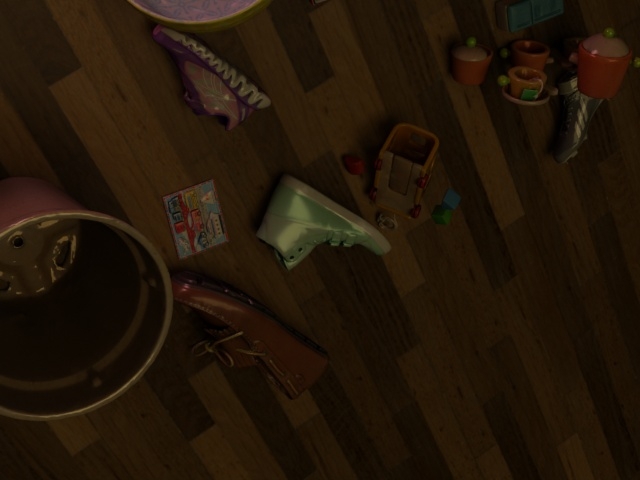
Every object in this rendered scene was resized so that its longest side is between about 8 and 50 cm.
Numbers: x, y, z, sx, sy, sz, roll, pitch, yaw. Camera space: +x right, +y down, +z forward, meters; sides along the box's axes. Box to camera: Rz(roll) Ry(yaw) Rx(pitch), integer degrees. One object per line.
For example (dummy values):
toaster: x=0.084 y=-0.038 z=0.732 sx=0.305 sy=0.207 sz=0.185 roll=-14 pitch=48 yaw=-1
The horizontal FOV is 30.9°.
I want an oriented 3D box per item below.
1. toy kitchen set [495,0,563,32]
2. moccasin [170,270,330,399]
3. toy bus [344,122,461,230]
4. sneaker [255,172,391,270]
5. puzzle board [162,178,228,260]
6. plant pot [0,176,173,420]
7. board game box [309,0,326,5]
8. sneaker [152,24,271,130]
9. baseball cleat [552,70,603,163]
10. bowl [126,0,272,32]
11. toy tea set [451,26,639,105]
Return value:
toy kitchen set: x=0.397 y=-0.469 z=2.042 sx=0.122 sy=0.166 sz=0.207 roll=-23 pitch=122 yaw=-17
moccasin: x=-0.145 y=0.178 z=2.095 sx=0.147 sy=0.139 sz=0.380 roll=-55 pitch=135 yaw=-5
toy bus: x=0.157 y=-0.123 z=2.115 sx=0.191 sy=0.202 sz=0.104 roll=48 pitch=56 yaw=-29
sneaker: x=-0.001 y=0.000 z=2.099 sx=0.256 sy=0.094 sz=0.151 roll=29 pitch=92 yaw=-25
puzzle board: x=-0.216 y=-0.035 z=2.020 sx=0.096 sy=0.011 sz=0.128 roll=-21 pitch=122 yaw=-17
plant pot: x=-0.434 y=0.055 z=1.767 sx=0.334 sy=0.305 sz=0.333 roll=-12 pitch=118 yaw=-24
board game box: x=0.099 y=-0.547 z=1.872 sx=0.317 sy=0.064 sz=0.242 roll=-19 pitch=122 yaw=-6
sneaker: x=-0.190 y=-0.259 z=1.881 sx=0.104 sy=0.095 sz=0.236 roll=-47 pitch=127 yaw=8
baseball cleat: x=0.490 y=-0.256 z=2.265 sx=0.109 sy=0.072 sz=0.206 roll=27 pitch=94 yaw=-21
bowl: x=-0.173 y=-0.427 z=1.746 sx=0.289 sy=0.289 sz=0.156 roll=-38 pitch=168 yaw=-7
toy tea set: x=0.404 y=-0.339 z=2.093 sx=0.336 sy=0.200 sz=0.124 roll=-9 pitch=125 yaw=-19
